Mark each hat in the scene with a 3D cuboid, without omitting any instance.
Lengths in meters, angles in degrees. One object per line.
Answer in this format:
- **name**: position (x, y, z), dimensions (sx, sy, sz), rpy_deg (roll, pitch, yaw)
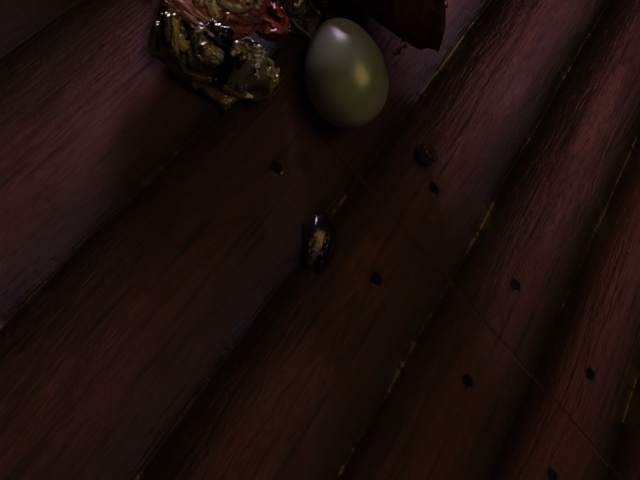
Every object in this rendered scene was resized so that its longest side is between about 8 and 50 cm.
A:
- **hat**: position (-0.181, -0.518, 1.856), dimensions (0.286, 0.107, 0.236), rpy_deg (32, 66, -20)

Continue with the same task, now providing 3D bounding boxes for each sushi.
- **sushi**: position (-0.205, -0.355, 1.764), dimensions (0.291, 0.131, 0.139), rpy_deg (21, 59, -40)

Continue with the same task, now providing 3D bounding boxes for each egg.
- **egg**: position (0.054, -0.372, 1.939), dimensions (0.183, 0.183, 0.264), rpy_deg (3, 64, -38)

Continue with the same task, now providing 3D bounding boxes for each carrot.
- **carrot**: position (0.189, -0.621, 2.069), dimensions (0.341, 0.241, 0.241), rpy_deg (33, 53, 0)

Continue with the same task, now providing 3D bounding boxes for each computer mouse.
- **computer mouse**: position (0.000, 0.000, 1.844), dimensions (0.079, 0.047, 0.135), rpy_deg (23, 62, -29)

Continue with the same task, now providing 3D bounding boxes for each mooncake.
- **mooncake**: position (0.231, -0.355, 2.168), dimensions (0.150, 0.057, 0.346), rpy_deg (-26, 98, -62)

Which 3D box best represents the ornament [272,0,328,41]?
- **ornament**: position (-0.002, -0.565, 1.961), dimensions (0.166, 0.196, 0.153), rpy_deg (12, 66, -34)
